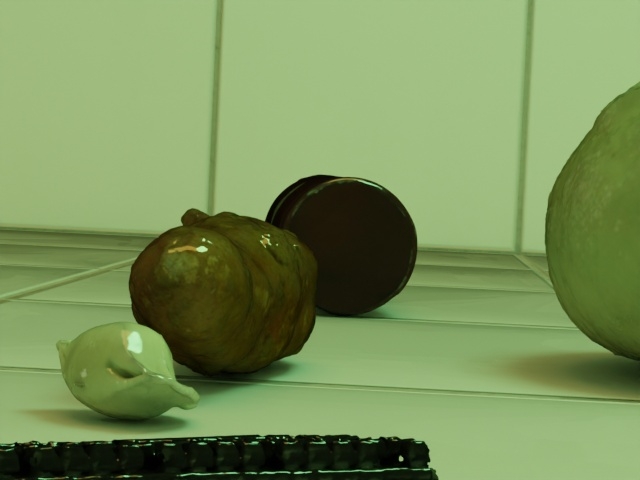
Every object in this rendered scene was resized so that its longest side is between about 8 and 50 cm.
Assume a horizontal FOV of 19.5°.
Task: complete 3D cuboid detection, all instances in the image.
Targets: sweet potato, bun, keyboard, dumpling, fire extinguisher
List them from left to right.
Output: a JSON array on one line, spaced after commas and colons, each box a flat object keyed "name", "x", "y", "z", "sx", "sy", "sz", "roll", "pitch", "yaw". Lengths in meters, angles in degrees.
[{"name": "keyboard", "x": -0.074, "y": 0.077, "z": 0.641, "sx": 0.231, "sy": 0.023, "sz": 0.072, "roll": 2, "pitch": 0, "yaw": -26}, {"name": "dumpling", "x": -0.083, "y": 0.062, "z": 0.838, "sx": 0.077, "sy": 0.043, "sz": 0.059, "roll": -16, "pitch": -28, "yaw": 40}, {"name": "sweet potato", "x": -0.049, "y": 0.030, "z": 1.057, "sx": 0.106, "sy": 0.095, "sz": 0.354, "roll": 47, "pitch": 2, "yaw": -3}, {"name": "fire extinguisher", "x": 0.000, "y": 0.000, "z": 1.657, "sx": 0.135, "sy": 0.114, "sz": 0.337, "roll": -11, "pitch": 3, "yaw": -3}, {"name": "bun", "x": 0.312, "y": -0.019, "z": 1.132, "sx": 0.365, "sy": 0.219, "sz": 0.365, "roll": 6, "pitch": 2, "yaw": 0}]
